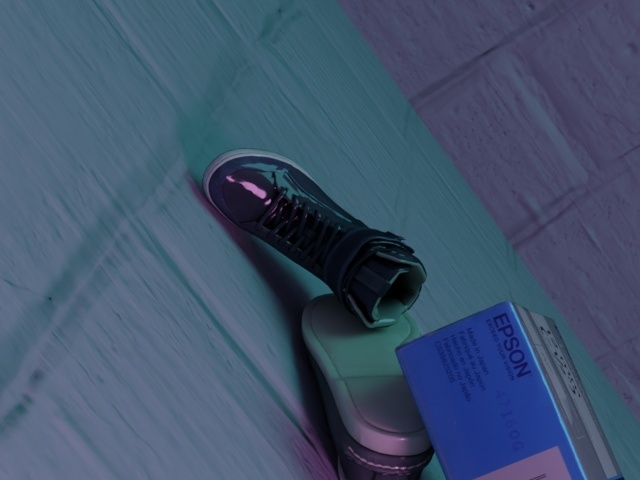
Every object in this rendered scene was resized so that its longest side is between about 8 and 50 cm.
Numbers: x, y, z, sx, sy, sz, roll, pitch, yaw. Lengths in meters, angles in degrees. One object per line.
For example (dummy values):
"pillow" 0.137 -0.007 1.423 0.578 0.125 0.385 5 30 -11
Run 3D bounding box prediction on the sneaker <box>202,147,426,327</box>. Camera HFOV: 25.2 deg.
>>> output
"sneaker" 0.002 -0.001 1.364 0.226 0.086 0.163 30 8 -30

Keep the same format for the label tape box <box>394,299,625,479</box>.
"label tape box" 0.201 0.195 1.275 0.249 0.115 0.347 68 16 13

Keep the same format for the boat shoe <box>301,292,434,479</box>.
"boat shoe" 0.040 0.143 1.345 0.319 0.116 0.099 -108 -157 -67
